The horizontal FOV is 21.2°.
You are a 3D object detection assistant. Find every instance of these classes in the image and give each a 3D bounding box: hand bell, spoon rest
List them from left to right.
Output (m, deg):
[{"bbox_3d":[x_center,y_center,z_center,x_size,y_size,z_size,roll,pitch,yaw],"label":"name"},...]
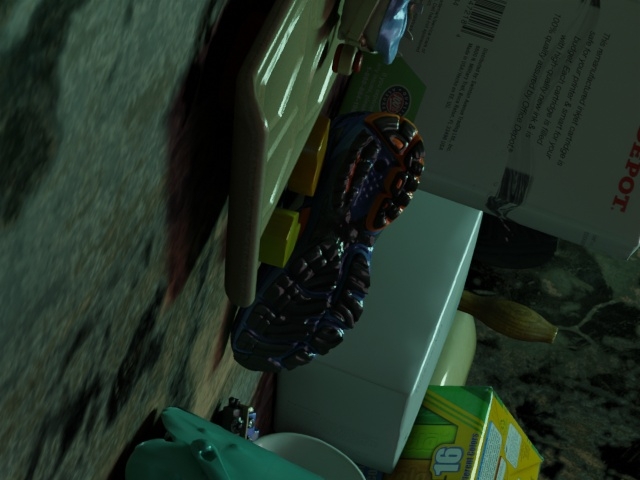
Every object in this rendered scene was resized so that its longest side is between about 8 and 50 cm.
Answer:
[{"bbox_3d":[-0.057,0.269,1.440,0.276,0.137,0.084,-52,166,-36],"label":"spoon rest"},{"bbox_3d":[0.149,0.063,1.905,0.126,0.242,0.126,20,90,-82],"label":"hand bell"}]

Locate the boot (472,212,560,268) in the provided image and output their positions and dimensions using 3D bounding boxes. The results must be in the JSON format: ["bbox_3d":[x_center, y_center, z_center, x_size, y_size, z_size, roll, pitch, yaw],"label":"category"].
[{"bbox_3d":[0.198,-0.166,1.749,0.348,0.131,0.260,70,35,-41],"label":"boot"}]

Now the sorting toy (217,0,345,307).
[{"bbox_3d":[-0.026,-0.079,1.060,0.307,0.041,0.229,99,9,-58],"label":"sorting toy"}]

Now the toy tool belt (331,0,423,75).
[{"bbox_3d":[0.039,-0.132,1.050,0.052,0.051,0.083,-68,172,-52],"label":"toy tool belt"}]

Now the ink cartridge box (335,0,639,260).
[{"bbox_3d":[0.170,-0.121,1.445,0.115,0.273,0.198,62,49,-80],"label":"ink cartridge box"}]

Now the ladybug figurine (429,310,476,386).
[{"bbox_3d":[0.063,0.278,2.167,0.305,0.162,0.449,54,55,-82],"label":"ladybug figurine"}]

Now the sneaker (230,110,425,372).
[{"bbox_3d":[0.000,0.000,1.272,0.221,0.083,0.087,-58,-152,5],"label":"sneaker"}]

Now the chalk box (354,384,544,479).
[{"bbox_3d":[0.064,0.268,1.820,0.179,0.289,0.180,53,43,-48],"label":"chalk box"}]

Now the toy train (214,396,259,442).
[{"bbox_3d":[-0.069,0.201,1.358,0.036,0.027,0.158,-5,104,-45],"label":"toy train"}]

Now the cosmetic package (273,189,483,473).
[{"bbox_3d":[0.056,0.075,1.676,0.224,0.138,0.224,92,19,-63],"label":"cosmetic package"}]

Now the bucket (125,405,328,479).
[{"bbox_3d":[-0.062,0.265,1.110,0.281,0.183,0.281,20,90,-83],"label":"bucket"}]
